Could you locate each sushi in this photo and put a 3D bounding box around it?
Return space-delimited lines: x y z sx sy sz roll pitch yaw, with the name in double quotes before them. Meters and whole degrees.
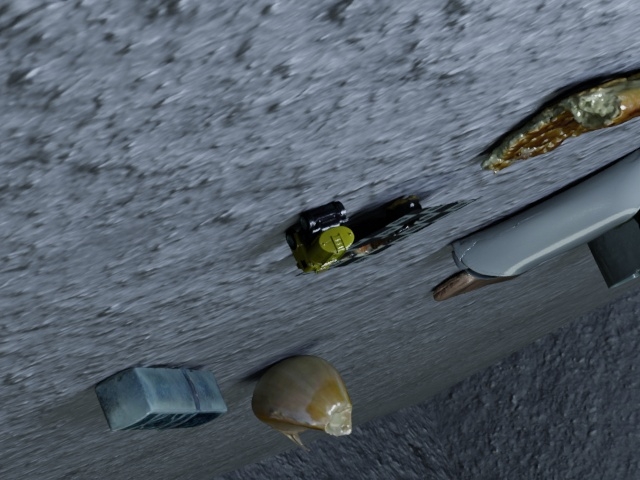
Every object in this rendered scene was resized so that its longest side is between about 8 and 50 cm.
"sushi" 0.073 -0.018 1.578 0.201 0.031 0.139 -29 168 36

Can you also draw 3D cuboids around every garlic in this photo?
"garlic" -0.035 0.280 2.338 0.145 0.164 0.245 -38 180 -23

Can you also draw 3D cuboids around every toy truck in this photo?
"toy truck" 0.000 0.000 1.448 0.049 0.054 0.083 -20 168 -24

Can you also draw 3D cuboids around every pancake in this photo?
"pancake" 0.297 -0.123 1.505 0.244 0.057 0.266 -29 168 22

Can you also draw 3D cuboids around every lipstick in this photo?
"lipstick" -0.219 0.222 1.919 0.077 0.076 0.290 -26 166 12

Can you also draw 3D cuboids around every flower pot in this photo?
"flower pot" 0.581 -0.006 2.463 0.103 0.108 0.229 -16 166 -38

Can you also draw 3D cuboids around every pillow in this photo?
"pillow" 0.292 0.055 2.327 0.211 0.034 0.135 -16 169 -31

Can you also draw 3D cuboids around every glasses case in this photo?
"glasses case" 0.344 -0.023 1.968 0.308 0.083 0.128 -27 167 13

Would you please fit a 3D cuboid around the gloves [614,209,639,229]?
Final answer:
"gloves" 0.518 -0.047 2.136 0.107 0.135 0.268 -46 -178 2
